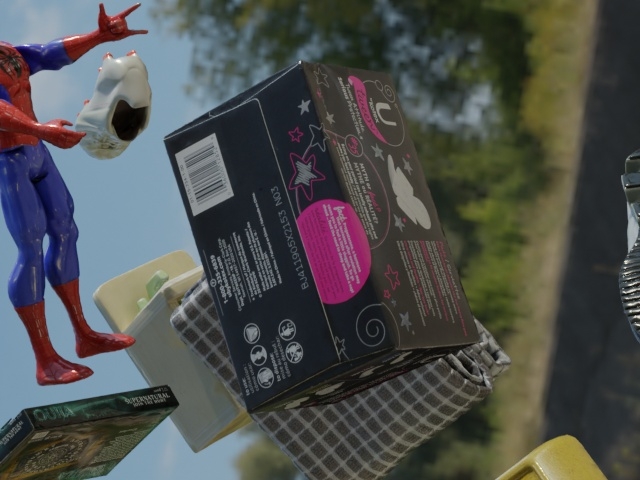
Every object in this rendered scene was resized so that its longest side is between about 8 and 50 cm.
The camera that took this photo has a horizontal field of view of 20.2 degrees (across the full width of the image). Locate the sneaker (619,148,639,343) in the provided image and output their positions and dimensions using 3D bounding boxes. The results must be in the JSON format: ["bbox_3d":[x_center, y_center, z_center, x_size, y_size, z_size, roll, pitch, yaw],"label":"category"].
[{"bbox_3d":[0.377,0.042,1.881,0.330,0.122,0.146,-74,-23,-55],"label":"sneaker"}]

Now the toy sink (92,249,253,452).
[{"bbox_3d":[-0.130,0.101,2.116,0.153,0.234,0.131,-25,-14,-41],"label":"toy sink"}]

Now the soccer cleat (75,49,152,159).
[{"bbox_3d":[-0.221,-0.127,1.929,0.196,0.068,0.076,119,136,-59],"label":"soccer cleat"}]

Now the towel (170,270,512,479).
[{"bbox_3d":[0.011,0.094,1.779,0.235,0.283,0.121,-44,-2,36],"label":"towel"}]

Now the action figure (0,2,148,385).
[{"bbox_3d":[-0.170,-0.051,1.222,0.091,0.139,0.280,-40,-66,-60],"label":"action figure"}]

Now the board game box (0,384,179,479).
[{"bbox_3d":[-0.231,0.185,1.638,0.126,0.026,0.186,-44,-23,30],"label":"board game box"}]

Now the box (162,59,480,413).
[{"bbox_3d":[0.000,0.000,1.489,0.142,0.163,0.247,2,-114,-55],"label":"box"}]

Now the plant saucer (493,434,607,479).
[{"bbox_3d":[0.219,0.407,2.054,0.081,0.333,0.333,48,-174,-43],"label":"plant saucer"}]
